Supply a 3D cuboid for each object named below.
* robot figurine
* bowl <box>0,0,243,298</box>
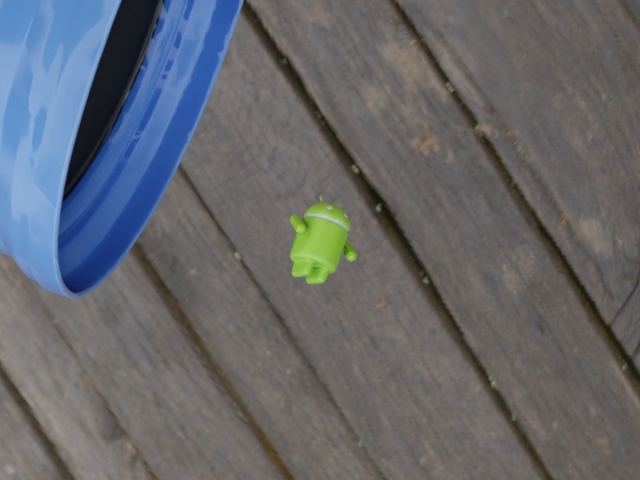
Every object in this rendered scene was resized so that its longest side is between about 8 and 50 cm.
[{"bbox_3d":[0.000,0.000,1.317,0.101,0.115,0.067,27,161,-23],"label":"robot figurine"},{"bbox_3d":[-0.142,-0.150,0.730,0.077,0.391,0.391,22,117,0],"label":"bowl"}]
